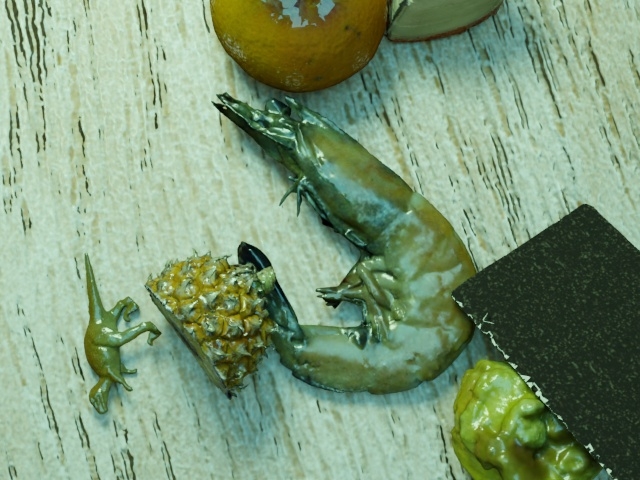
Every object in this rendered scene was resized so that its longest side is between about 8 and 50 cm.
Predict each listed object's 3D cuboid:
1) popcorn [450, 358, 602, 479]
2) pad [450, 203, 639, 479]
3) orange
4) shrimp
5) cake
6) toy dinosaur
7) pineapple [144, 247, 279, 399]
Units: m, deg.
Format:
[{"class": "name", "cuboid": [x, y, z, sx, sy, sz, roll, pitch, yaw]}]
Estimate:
[{"class": "popcorn", "cuboid": [0.247, 0.222, 1.365, 0.197, 0.156, 0.198, 2, 68, -4]}, {"class": "pad", "cuboid": [0.331, 0.113, 1.327, 0.220, 0.004, 0.330, -32, 56, -10]}, {"class": "orange", "cuboid": [-0.025, -0.294, 1.419, 0.224, 0.170, 0.224, 0, 83, -4]}, {"class": "shrimp", "cuboid": [0.000, 0.000, 1.425, 0.272, 0.085, 0.445, -41, 90, -4]}, {"class": "cake", "cuboid": [0.163, -0.397, 1.457, 0.159, 0.158, 0.262, 0, 80, -7]}, {"class": "toy dinosaur", "cuboid": [-0.274, 0.115, 1.401, 0.162, 0.039, 0.126, 44, 82, 5]}, {"class": "pineapple", "cuboid": [-0.108, 0.076, 1.359, 0.136, 0.161, 0.176, -36, 63, -12]}]
